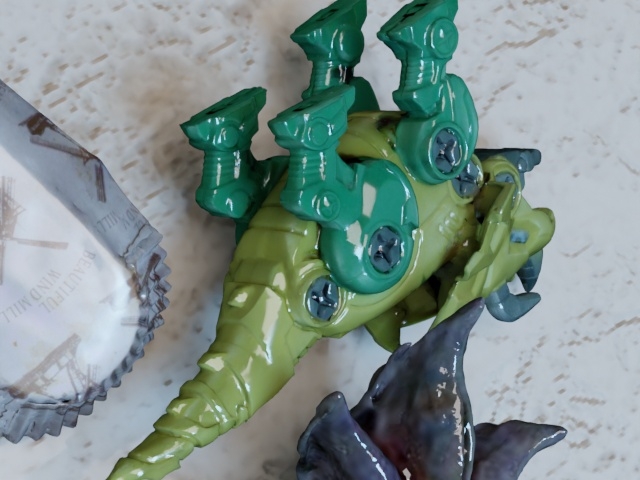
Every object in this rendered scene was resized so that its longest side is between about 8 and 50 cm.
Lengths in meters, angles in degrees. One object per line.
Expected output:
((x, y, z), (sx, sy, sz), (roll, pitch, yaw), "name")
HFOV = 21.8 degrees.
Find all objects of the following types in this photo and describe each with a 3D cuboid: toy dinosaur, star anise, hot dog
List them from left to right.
((-0.140, -0.010, 0.635), (0.108, 0.059, 0.191), (-46, 104, -10), "hot dog")
((0.000, 0.000, 0.662), (0.259, 0.094, 0.153), (-33, 112, -36), "toy dinosaur")
((0.018, 0.126, 0.648), (0.180, 0.061, 0.205), (-28, 128, -38), "star anise")
